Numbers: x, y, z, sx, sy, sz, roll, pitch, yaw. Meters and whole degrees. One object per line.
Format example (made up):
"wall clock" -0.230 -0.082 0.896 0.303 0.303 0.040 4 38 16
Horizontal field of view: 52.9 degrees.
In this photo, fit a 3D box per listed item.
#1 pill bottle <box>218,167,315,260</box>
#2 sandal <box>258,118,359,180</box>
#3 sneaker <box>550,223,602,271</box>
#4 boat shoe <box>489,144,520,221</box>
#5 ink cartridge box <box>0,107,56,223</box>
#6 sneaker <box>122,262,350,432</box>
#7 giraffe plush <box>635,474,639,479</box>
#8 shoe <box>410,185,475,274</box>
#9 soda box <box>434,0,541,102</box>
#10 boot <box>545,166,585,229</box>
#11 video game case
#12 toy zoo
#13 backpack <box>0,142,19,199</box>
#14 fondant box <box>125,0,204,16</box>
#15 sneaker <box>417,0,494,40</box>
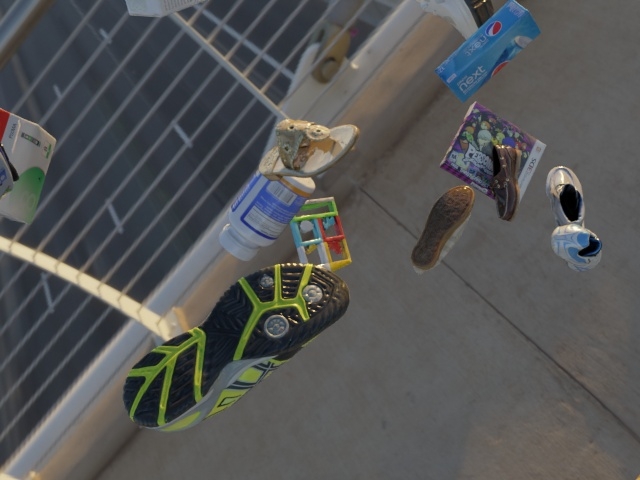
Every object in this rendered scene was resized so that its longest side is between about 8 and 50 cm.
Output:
"pill bottle" -0.150 -0.082 1.704 0.272 0.152 0.152 -51 41 17
"sandal" -0.047 -0.149 1.004 0.240 0.079 0.088 -7 53 54
"sneaker" 0.577 0.022 1.401 0.086 0.237 0.085 10 85 39
"boat shoe" 0.462 -0.147 1.634 0.073 0.073 0.207 129 151 -62
"ink cartridge box" -0.571 -0.142 1.167 0.056 0.225 0.181 12 80 1
"sneaker" -0.126 0.168 1.035 0.384 0.147 0.145 -30 64 -7
"giraffe plush" 0.660 0.561 1.222 0.181 0.170 0.210 -44 -5 -29
"shoe" 0.254 -0.022 1.344 0.076 0.058 0.219 27 71 27
"soda box" 0.346 -0.392 1.336 0.210 0.071 0.067 -42 46 17
"boot" 0.644 -0.116 1.668 0.095 0.123 0.258 -5 56 11
"video game case" 0.461 -0.225 1.712 0.210 0.232 0.042 -60 3 -18
"toy zoo" 0.000 0.000 2.243 0.030 0.192 0.293 -28 75 56
"backpack" -0.449 -0.090 0.616 0.263 0.277 0.213 11 61 9
"fondant box" -0.216 -0.560 1.133 0.096 0.238 0.330 16 40 34
"sneaker" 0.246 -0.651 1.646 0.257 0.448 0.169 -28 10 39
